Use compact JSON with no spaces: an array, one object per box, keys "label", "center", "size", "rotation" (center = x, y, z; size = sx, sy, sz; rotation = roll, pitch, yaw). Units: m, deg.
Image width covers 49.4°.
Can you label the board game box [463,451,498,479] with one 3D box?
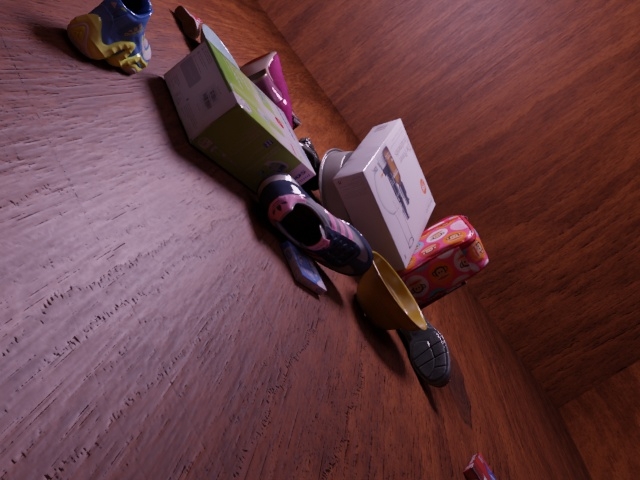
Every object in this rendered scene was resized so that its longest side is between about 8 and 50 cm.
[{"label":"board game box","center":[0.402,0.596,1.482],"size":[0.281,0.027,0.145],"rotation":[58,15,14]}]

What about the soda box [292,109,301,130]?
[{"label":"soda box","center":[-0.127,-0.406,2.093],"size":[0.169,0.053,0.060],"rotation":[59,14,19]}]

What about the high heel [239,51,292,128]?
[{"label":"high heel","center":[-0.146,-0.420,1.988],"size":[0.377,0.127,0.181],"rotation":[-91,157,-62]}]

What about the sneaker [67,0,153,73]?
[{"label":"sneaker","center":[-0.307,-0.344,1.138],"size":[0.091,0.126,0.240],"rotation":[53,13,-6]}]

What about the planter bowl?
[{"label":"planter bowl","center":[0.145,0.137,1.593],"size":[0.217,0.090,0.217],"rotation":[50,13,-16]}]

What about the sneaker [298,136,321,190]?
[{"label":"sneaker","center":[-0.058,-0.221,1.805],"size":[0.130,0.087,0.227],"rotation":[58,10,23]}]

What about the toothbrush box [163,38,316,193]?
[{"label":"toothbrush box","center":[-0.157,-0.228,1.389],"size":[0.283,0.122,0.206],"rotation":[39,20,-52]}]

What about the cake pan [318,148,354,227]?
[{"label":"cake pan","center":[0.092,-0.109,1.850],"size":[0.293,0.054,0.293],"rotation":[34,49,-51]}]

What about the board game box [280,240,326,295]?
[{"label":"board game box","center":[-0.032,0.053,1.337],"size":[0.090,0.020,0.090],"rotation":[37,22,-51]}]

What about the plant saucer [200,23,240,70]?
[{"label":"plant saucer","center":[-0.258,-0.460,1.784],"size":[0.195,0.037,0.195],"rotation":[55,11,-16]}]

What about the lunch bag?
[{"label":"lunch bag","center":[0.293,0.050,1.887],"size":[0.120,0.293,0.258],"rotation":[59,9,-17]}]

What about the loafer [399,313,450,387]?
[{"label":"loafer","center":[0.259,0.257,1.702],"size":[0.084,0.096,0.267],"rotation":[51,10,-40]}]

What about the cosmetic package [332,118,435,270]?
[{"label":"cosmetic package","center":[0.184,-0.126,1.866],"size":[0.284,0.097,0.377],"rotation":[66,30,-21]}]

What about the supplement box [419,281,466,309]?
[{"label":"supplement box","center":[0.307,0.117,1.992],"size":[0.081,0.188,0.104],"rotation":[51,13,-29]}]

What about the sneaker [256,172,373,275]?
[{"label":"sneaker","center":[0.000,0.000,1.394],"size":[0.319,0.112,0.131],"rotation":[36,16,-32]}]

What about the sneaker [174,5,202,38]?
[{"label":"sneaker","center":[-0.324,-0.546,1.775],"size":[0.067,0.042,0.118],"rotation":[26,29,-58]}]
